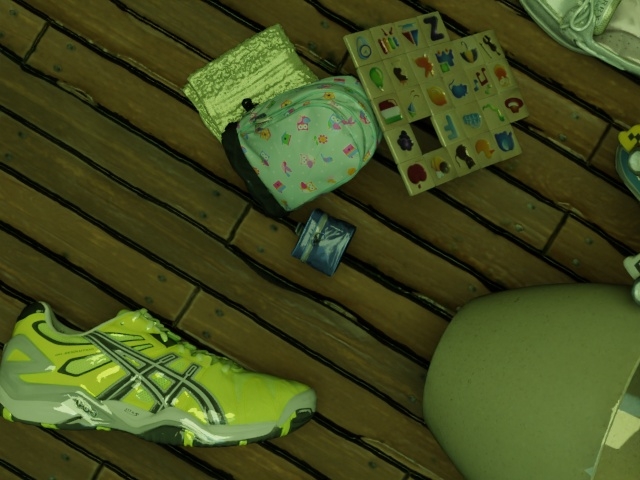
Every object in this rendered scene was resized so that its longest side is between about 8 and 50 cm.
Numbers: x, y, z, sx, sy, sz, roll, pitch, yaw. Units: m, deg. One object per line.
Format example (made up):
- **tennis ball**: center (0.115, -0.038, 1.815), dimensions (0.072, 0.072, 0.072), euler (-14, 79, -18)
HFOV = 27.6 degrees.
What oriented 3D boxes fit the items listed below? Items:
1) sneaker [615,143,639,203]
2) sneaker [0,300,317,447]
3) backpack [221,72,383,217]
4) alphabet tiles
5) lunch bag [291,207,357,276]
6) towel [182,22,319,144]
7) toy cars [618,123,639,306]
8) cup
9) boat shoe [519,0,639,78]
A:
- **sneaker**: center (0.450, -0.036, 1.574), dimensions (0.085, 0.086, 0.237), euler (-44, 90, -3)
- **sneaker**: center (-0.193, 0.158, 1.538), dimensions (0.385, 0.145, 0.147), euler (6, 89, -1)
- **backpack**: center (-0.011, -0.112, 1.520), dimensions (0.182, 0.115, 0.152), euler (-26, 112, 28)
- **alphabet tiles**: center (0.150, -0.175, 1.544), dimensions (0.237, 0.009, 0.198), euler (-21, 88, -39)
- **lunch bag**: center (0.000, 0.000, 1.564), dimensions (0.065, 0.098, 0.067), euler (26, 94, 3)
- **towel**: center (-0.085, -0.190, 1.605), dimensions (0.148, 0.027, 0.110), euler (-34, 88, 0)
- **toy cars**: center (0.413, -0.004, 1.381), dimensions (0.177, 0.393, 0.087), euler (24, 133, -13)
- **cup**: center (0.257, 0.181, 1.477), dimensions (0.237, 0.331, 0.331), euler (21, 88, 27)
- **boat shoe**: center (0.379, -0.257, 1.570), dimensions (0.320, 0.103, 0.118), euler (37, 89, 1)
